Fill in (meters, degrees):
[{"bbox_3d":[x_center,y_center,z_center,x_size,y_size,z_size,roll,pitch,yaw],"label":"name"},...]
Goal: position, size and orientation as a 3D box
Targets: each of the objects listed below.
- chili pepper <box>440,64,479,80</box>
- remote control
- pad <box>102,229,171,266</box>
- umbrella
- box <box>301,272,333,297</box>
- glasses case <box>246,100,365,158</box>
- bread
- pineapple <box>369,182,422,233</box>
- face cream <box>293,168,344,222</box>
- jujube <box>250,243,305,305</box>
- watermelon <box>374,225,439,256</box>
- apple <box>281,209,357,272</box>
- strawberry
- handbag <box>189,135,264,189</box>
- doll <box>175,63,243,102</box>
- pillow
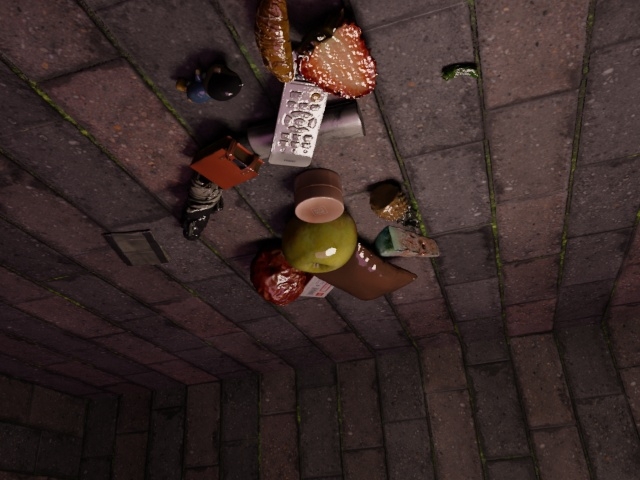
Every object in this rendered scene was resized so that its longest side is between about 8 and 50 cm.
[{"bbox_3d":[0.332,-0.402,1.369,0.091,0.034,0.030,-6,-176,2],"label":"chili pepper"},{"bbox_3d":[-0.051,-0.315,1.392,0.109,0.055,0.313,4,131,-16],"label":"remote control"},{"bbox_3d":[-0.647,0.031,2.044,0.174,0.022,0.233,-5,150,2],"label":"pad"},{"bbox_3d":[-0.372,-0.088,1.775,0.113,0.106,0.358,4,151,-21],"label":"umbrella"},{"bbox_3d":[-0.002,0.164,2.338,0.123,0.050,0.229,6,150,-20],"label":"box"},{"bbox_3d":[-0.037,-0.283,1.501,0.299,0.060,0.114,-10,145,11],"label":"glasses case"},{"bbox_3d":[-0.099,-0.426,1.188,0.076,0.105,0.233,-8,145,-4],"label":"bread"},{"bbox_3d":[0.252,-0.092,1.838,0.125,0.125,0.251,-18,153,24],"label":"pineapple"},{"bbox_3d":[-0.006,-0.133,1.733,0.149,0.104,0.149,-3,151,-2],"label":"face cream"},{"bbox_3d":[-0.149,0.126,2.080,0.213,0.213,0.232,-9,158,9],"label":"jujube"},{"bbox_3d":[0.322,0.026,2.104,0.241,0.094,0.154,4,158,-20],"label":"watermelon"},{"bbox_3d":[0.000,0.000,1.887,0.261,0.194,0.261,0,158,0],"label":"apple"},{"bbox_3d":[0.027,-0.392,1.259,0.167,0.087,0.208,-36,140,0],"label":"strawberry"},{"bbox_3d":[-0.253,-0.208,1.550,0.127,0.063,0.190,35,152,-29],"label":"handbag"},{"bbox_3d":[-0.250,-0.360,1.323,0.179,0.089,0.102,8,159,30],"label":"doll"},{"bbox_3d":[0.155,0.126,2.146,0.308,0.108,0.305,30,145,-27],"label":"pillow"}]
